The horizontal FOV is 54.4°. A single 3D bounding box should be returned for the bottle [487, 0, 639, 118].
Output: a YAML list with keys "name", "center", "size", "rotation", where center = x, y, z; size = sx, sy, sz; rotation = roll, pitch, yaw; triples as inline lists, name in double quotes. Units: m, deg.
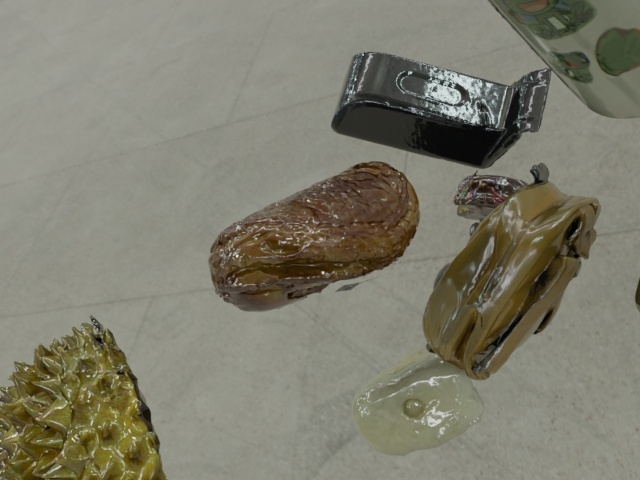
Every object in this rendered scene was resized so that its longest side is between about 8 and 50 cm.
- name: "bottle"
  center: [0.147, -0.183, 0.367]
  size: [0.120, 0.253, 0.120]
  rotation: [-30, 45, 36]

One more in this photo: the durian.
- name: "durian"
  center: [-0.193, 0.187, 0.500]
  size: [0.138, 0.250, 0.183]
  rotation: [-10, 12, -17]

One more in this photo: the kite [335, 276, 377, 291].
- name: "kite"
  center: [0.064, 0.081, 1.121]
  size: [0.078, 0.002, 0.044]
  rotation: [-15, 11, 14]

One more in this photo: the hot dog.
- name: "hot dog"
  center: [0.000, 0.000, 1.002]
  size: [0.267, 0.174, 0.387]
  rotation: [-28, 2, 45]

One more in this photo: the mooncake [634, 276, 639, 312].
- name: "mooncake"
  center: [0.510, -0.044, 0.706]
  size: [0.200, 0.378, 0.378]
  rotation: [26, 66, 28]

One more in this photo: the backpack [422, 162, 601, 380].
- name: "backpack"
  center: [0.337, 0.055, 1.102]
  size: [0.201, 0.353, 0.378]
  rotation: [36, 117, 22]

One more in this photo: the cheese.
- name: "cheese"
  center: [0.189, 0.336, 1.305]
  size: [0.247, 0.174, 0.251]
  rotation: [-29, 3, 1]

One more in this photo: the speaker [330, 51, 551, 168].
- name: "speaker"
  center: [0.228, -0.281, 1.237]
  size: [0.388, 0.184, 0.180]
  rotation: [15, 73, 5]

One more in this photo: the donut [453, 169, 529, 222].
- name: "donut"
  center: [0.438, -0.105, 1.554]
  size: [0.216, 0.230, 0.096]
  rotation: [6, 81, 27]
